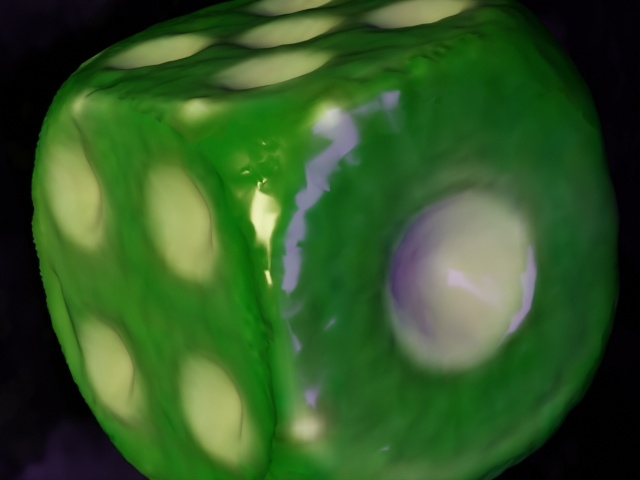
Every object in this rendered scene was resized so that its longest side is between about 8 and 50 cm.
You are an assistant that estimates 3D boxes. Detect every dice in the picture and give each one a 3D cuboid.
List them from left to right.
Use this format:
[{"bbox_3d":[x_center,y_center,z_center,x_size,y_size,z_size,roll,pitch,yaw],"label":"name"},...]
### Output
[{"bbox_3d":[0.000,0.000,1.275,0.287,0.300,0.297,-22,113,-33],"label":"dice"}]
